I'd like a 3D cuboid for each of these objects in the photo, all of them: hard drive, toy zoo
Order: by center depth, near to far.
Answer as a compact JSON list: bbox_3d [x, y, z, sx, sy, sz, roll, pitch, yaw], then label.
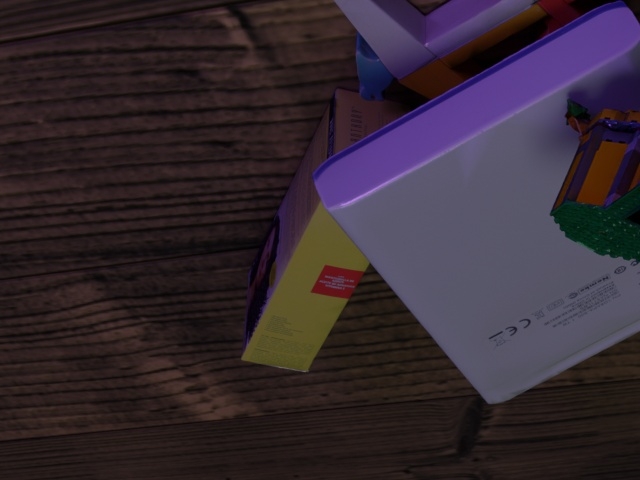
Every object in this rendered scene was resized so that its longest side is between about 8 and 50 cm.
[{"bbox_3d":[0.137,-0.157,0.863,0.293,0.030,0.192,-27,134,35],"label":"toy zoo"},{"bbox_3d":[0.151,-0.007,0.972,0.210,0.040,0.319,-29,144,9],"label":"hard drive"}]

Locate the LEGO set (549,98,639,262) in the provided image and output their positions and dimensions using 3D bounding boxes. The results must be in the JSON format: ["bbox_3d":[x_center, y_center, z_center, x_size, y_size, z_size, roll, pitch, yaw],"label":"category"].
[{"bbox_3d":[0.307,-0.055,0.774,0.331,0.192,0.255,24,162,5],"label":"LEGO set"}]

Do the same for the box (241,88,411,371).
[{"bbox_3d":[0.000,0.000,1.038,0.058,0.087,0.232,13,141,-13],"label":"box"}]
